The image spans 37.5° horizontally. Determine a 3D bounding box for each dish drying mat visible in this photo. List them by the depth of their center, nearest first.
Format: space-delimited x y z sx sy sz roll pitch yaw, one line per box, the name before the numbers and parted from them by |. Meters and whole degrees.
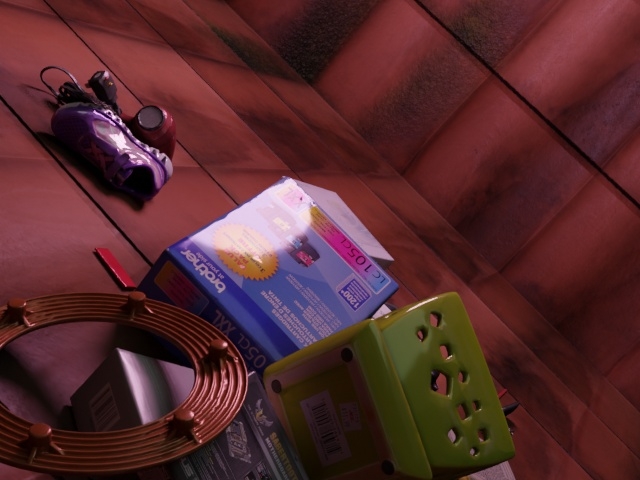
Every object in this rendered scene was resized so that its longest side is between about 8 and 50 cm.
dish drying mat | -0.309 0.043 1.421 0.083 0.008 0.032 48 17 21

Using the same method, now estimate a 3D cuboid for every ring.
ring | -0.245 0.133 1.014 0.337 0.032 0.336 8 26 -4

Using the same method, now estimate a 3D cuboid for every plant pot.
plant pot | 0.070 0.210 1.172 0.207 0.227 0.228 -5 72 -50

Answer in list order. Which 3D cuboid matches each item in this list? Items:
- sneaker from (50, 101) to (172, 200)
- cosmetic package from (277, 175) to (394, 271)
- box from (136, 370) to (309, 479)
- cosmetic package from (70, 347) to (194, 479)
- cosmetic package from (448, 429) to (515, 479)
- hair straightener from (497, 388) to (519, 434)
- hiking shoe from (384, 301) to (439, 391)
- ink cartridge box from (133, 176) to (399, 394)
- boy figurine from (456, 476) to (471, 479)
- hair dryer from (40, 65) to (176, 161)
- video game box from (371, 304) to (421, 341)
sneaker | -0.362 -0.148 1.639 0.236 0.095 0.104 34 27 -26
cosmetic package | 0.000 0.000 1.986 0.224 0.138 0.224 49 18 26
box | -0.089 0.284 1.033 0.183 0.056 0.231 -31 95 -57
cosmetic package | -0.166 0.227 1.134 0.238 0.107 0.127 29 22 -44
cosmetic package | 0.169 0.358 1.499 0.296 0.129 0.153 36 19 -20
hair straightener | 0.397 0.387 2.063 0.089 0.047 0.230 47 18 16
hiking shoe | 0.165 0.210 1.922 0.227 0.086 0.114 40 14 -10
ink cartridge box | -0.093 0.096 1.407 0.270 0.151 0.395 44 38 6
boy figurine | 0.225 0.433 1.330 0.285 0.177 0.092 66 14 12
hair dryer | -0.364 -0.233 1.759 0.224 0.080 0.293 16 -24 46
video game box | 0.074 0.179 1.641 0.205 0.187 0.048 45 51 8
